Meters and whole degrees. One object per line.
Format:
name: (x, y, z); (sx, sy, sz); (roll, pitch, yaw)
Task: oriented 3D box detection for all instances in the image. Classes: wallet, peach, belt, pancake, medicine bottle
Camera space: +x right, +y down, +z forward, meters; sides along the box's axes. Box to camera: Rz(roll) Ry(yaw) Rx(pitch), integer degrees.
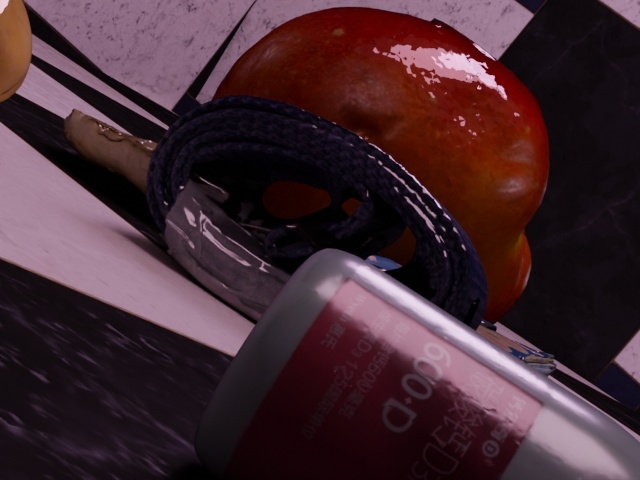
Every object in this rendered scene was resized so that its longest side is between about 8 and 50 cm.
wallet: (0.116, 0.086, 1.416); (0.202, 0.059, 0.141); (31, 9, 23)
peach: (0.081, -0.094, 1.679); (0.406, 0.310, 0.335); (32, 6, 5)
belt: (0.000, 0.000, 0.995); (0.230, 0.139, 0.126); (29, -1, 15)
pancake: (-0.093, -0.027, 1.237); (0.282, 0.049, 0.282); (32, 2, -1)
medicine bottle: (0.068, 0.094, 0.499); (0.217, 0.090, 0.090); (33, 3, 7)

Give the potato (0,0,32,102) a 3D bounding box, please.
potato: (-0.284, -0.171, 0.970); (0.234, 0.146, 0.150); (33, 34, 18)
